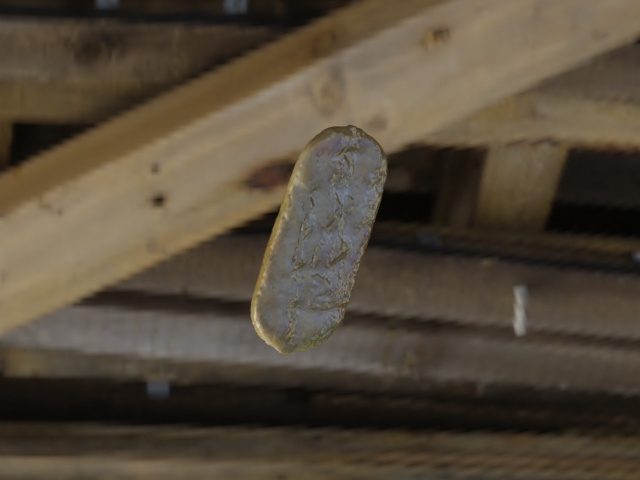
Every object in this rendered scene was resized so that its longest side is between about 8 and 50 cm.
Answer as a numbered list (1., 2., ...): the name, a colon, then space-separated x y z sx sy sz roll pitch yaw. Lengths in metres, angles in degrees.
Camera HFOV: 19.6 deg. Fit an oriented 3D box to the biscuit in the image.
1. biscuit: 0.000 0.000 1.140 0.071 0.018 0.147 15 96 -40
